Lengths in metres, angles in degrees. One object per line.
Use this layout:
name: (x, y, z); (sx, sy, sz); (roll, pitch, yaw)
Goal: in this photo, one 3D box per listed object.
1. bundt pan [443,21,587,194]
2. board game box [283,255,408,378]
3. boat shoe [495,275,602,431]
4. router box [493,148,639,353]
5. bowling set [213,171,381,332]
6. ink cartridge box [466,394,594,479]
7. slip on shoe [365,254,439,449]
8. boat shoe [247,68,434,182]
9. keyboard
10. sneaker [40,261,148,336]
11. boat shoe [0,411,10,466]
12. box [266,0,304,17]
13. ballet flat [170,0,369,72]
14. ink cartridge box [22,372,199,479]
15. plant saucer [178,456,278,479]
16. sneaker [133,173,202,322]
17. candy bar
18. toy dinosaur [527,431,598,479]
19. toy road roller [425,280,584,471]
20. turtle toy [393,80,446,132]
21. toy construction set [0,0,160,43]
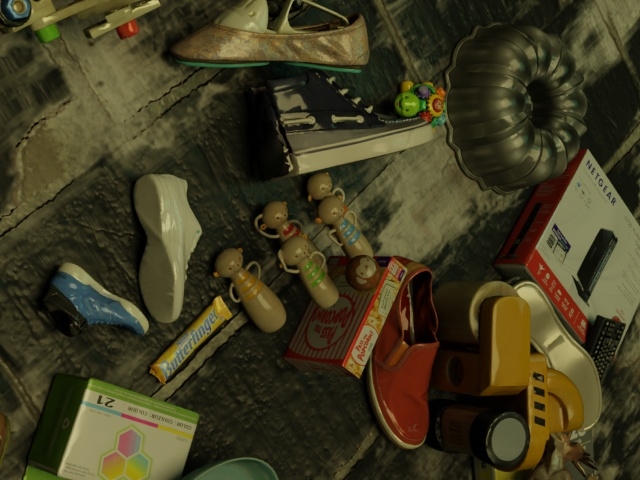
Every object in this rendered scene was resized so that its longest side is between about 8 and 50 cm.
bundt pan: (0.380, -0.249, 1.996); (0.330, 0.124, 0.331); (0, 91, -40)
board game box: (0.039, 0.116, 1.688); (0.045, 0.146, 0.194); (40, 65, -33)
boat shoe: (0.425, 0.206, 2.021); (0.112, 0.095, 0.335); (-33, 106, -9)
router box: (0.517, 0.040, 2.133); (0.335, 0.082, 0.301); (48, 61, -29)
bowling set: (0.000, 0.000, 1.632); (0.154, 0.199, 0.287); (55, 54, -24)
ink cartridge box: (0.411, 0.410, 2.051); (0.303, 0.072, 0.307); (-9, 97, -39)
slip on shoe: (0.147, 0.190, 1.809); (0.123, 0.101, 0.331); (-5, 94, -42)
boat shoe: (0.038, -0.201, 1.706); (0.340, 0.127, 0.158); (-16, 93, -40)
keyboard: (0.526, 0.235, 2.079); (0.108, 0.023, 0.180); (17, 96, -29)
sneaker: (-0.308, 0.105, 1.451); (0.152, 0.058, 0.085); (42, 58, -27)
boat shoe: (-0.443, 0.354, 1.303); (0.104, 0.110, 0.307); (16, 79, -38)
box: (-0.076, -0.458, 1.643); (0.147, 0.077, 0.180); (29, 71, -37)
ballet flat: (-0.071, -0.311, 1.596); (0.316, 0.107, 0.106); (-3, 112, -28)
ink cartridge box: (-0.294, 0.327, 1.438); (0.188, 0.097, 0.255); (26, 73, -37)
plant saucer: (-0.178, 0.436, 1.502); (0.317, 0.043, 0.318); (-31, 135, -37)
sneaker: (-0.206, 0.010, 1.536); (0.094, 0.080, 0.212); (-4, 91, -52)
candy bar: (-0.191, 0.148, 1.578); (0.161, 0.018, 0.040); (-46, 117, -31)
toy dinosaur: (0.420, 0.472, 1.949); (0.200, 0.127, 0.296); (-3, 111, -75)
toy road roller: (0.321, 0.233, 1.862); (0.240, 0.202, 0.330); (0, 89, -28)
turtle toy: (0.171, -0.231, 1.856); (0.130, 0.066, 0.095); (-4, 92, -40)
toy construction set: (-0.361, -0.383, 1.369); (0.215, 0.151, 0.328); (-39, 102, -34)
